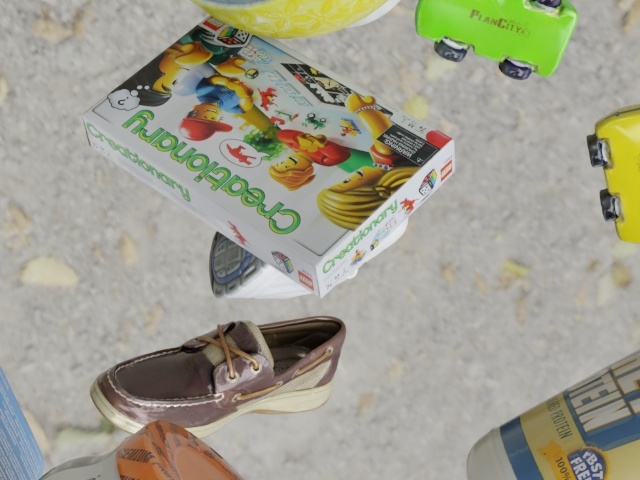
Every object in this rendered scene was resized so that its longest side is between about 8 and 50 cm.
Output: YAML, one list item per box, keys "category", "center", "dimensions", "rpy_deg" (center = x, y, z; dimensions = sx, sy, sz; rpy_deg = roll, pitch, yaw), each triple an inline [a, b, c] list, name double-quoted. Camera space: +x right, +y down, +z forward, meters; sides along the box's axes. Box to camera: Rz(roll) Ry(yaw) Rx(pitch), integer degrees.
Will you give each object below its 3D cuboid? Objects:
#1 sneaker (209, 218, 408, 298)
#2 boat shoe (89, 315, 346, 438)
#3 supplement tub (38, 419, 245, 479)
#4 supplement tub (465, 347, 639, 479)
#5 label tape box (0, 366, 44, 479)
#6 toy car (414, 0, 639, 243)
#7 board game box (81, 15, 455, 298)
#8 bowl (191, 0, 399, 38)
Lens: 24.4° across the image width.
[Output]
- category: "sneaker"
  center: [0.000, 0.000, 1.653]
  dimensions: [0.129, 0.111, 0.297]
  rpy_deg: [12, 161, -37]
- category: "boat shoe"
  center: [-0.105, 0.139, 1.701]
  dimensions: [0.342, 0.123, 0.123]
  rpy_deg: [-2, 129, -40]
- category: "supplement tub"
  center: [-0.172, 0.275, 0.960]
  dimensions: [0.316, 0.193, 0.193]
  rpy_deg: [-44, 132, 7]
- category: "supplement tub"
  center: [0.178, 0.104, 0.623]
  dimensions: [0.200, 0.144, 0.144]
  rpy_deg: [-30, 133, 8]
- category: "label tape box"
  center: [-0.410, 0.275, 1.628]
  dimensions: [0.106, 0.333, 0.240]
  rpy_deg: [-14, 121, 7]
- category: "toy car"
  center: [0.169, -0.127, 0.932]
  dimensions: [0.225, 0.053, 0.239]
  rpy_deg: [17, 121, -6]
- category: "board game box"
  center: [-0.051, -0.091, 1.397]
  dimensions: [0.193, 0.305, 0.053]
  rpy_deg: [-43, 149, -26]
- category: "bowl"
  center: [0.009, -0.299, 1.444]
  dimensions: [0.289, 0.289, 0.156]
  rpy_deg: [-42, 136, 5]
